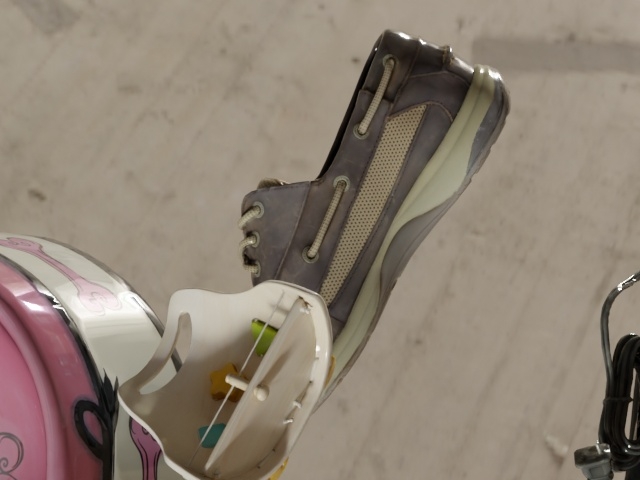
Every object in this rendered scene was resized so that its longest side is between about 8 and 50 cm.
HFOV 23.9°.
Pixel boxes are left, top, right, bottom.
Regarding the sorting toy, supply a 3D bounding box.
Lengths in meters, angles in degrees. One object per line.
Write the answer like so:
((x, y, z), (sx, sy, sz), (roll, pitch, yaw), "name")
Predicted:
((-0.041, 0.052, 0.593), (0.075, 0.045, 0.083), (22, -104, 32), "sorting toy")

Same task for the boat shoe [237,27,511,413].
((0.000, 0.000, 1.124), (0.130, 0.132, 0.355), (34, -97, -3), "boat shoe")

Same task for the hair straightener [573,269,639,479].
((0.164, 0.110, 0.757), (0.047, 0.089, 0.230), (-2, -116, 34), "hair straightener")

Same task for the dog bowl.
((-0.304, 0.180, 1.156), (0.407, 0.150, 0.408), (-4, -102, 21), "dog bowl")
